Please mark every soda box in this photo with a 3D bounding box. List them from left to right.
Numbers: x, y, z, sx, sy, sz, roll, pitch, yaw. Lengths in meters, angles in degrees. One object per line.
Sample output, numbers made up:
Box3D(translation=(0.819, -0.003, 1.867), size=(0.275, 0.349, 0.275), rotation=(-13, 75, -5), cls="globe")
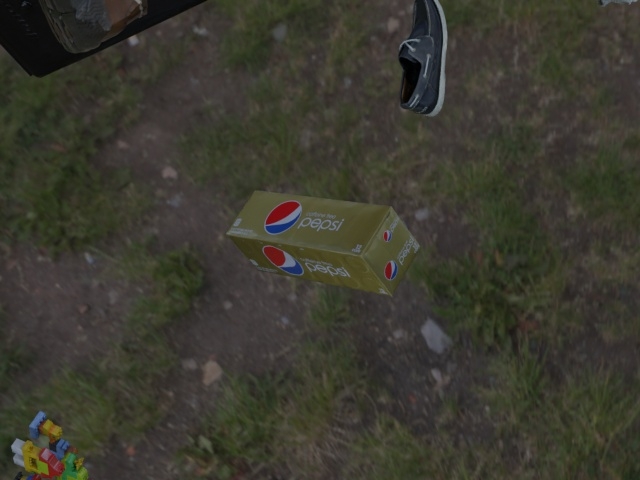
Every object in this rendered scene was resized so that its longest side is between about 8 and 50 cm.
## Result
Box3D(translation=(0.000, 0.000, 1.027), size=(0.181, 0.061, 0.058), rotation=(8, 57, 44), cls="soda box")

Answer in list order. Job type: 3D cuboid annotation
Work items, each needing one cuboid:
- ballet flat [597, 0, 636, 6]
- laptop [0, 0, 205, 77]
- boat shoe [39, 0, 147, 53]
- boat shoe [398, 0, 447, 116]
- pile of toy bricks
Box3D(translation=(0.398, -0.338, 1.051), size=(0.147, 0.409, 0.147), rotation=(2, 85, -26), cls="ballet flat")
Box3D(translation=(-0.225, -0.423, 1.080), size=(0.408, 0.382, 0.236), rotation=(-49, 34, -14), cls="laptop")
Box3D(translation=(-0.147, -0.222, 0.742), size=(0.120, 0.123, 0.324), rotation=(-21, 31, -7), cls="boat shoe")
Box3D(translation=(0.185, -0.349, 2.055), size=(0.079, 0.084, 0.233), rotation=(7, 80, -25), cls="boat shoe")
Box3D(translation=(-0.402, 0.360, 1.725), size=(0.105, 0.212, 0.118), rotation=(20, 47, 11), cls="pile of toy bricks")
